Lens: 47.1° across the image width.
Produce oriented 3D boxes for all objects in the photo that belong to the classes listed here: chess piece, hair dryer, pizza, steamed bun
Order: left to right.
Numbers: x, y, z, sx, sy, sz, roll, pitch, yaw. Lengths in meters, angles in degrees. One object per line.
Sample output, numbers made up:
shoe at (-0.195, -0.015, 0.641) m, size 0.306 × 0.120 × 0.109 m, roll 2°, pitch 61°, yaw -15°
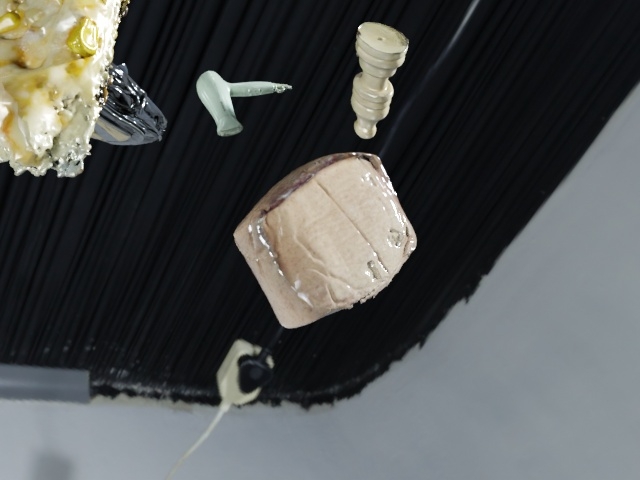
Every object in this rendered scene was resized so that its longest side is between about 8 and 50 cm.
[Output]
pizza at (-0.426, -0.293, 0.921) m, size 0.391 × 0.435 × 0.080 m, roll 4°, pitch -20°, yaw 14°
hair dryer at (-0.173, -0.351, 1.831) m, size 0.237 × 0.075 × 0.206 m, roll -15°, pitch 52°, yaw -19°
steamed bun at (0.000, 0.000, 1.278) m, size 0.301 × 0.199 × 0.252 m, roll -32°, pitch 91°, yaw -31°
chess piece at (0.137, -0.388, 1.887) m, size 0.138 × 0.307 × 0.124 m, roll 22°, pitch 48°, yaw 14°

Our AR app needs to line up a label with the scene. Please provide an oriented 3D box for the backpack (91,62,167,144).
backpack at (-0.396, -0.251, 1.354) m, size 0.206 × 0.133 × 0.258 m, roll 10°, pitch -20°, yaw 32°
